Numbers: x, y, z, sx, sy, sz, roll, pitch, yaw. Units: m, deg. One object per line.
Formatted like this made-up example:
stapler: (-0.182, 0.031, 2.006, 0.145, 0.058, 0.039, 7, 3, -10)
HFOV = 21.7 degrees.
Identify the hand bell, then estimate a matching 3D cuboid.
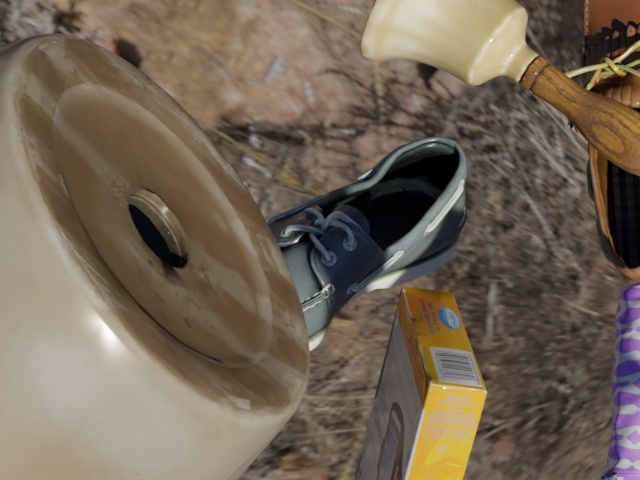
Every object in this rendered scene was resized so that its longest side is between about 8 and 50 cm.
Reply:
hand bell: (0.161, -0.115, 1.187, 0.242, 0.126, 0.126, 37, 96, 14)

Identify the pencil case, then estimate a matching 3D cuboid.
pencil case: (0.313, 0.141, 1.576, 0.086, 0.088, 0.206, 17, 72, -20)

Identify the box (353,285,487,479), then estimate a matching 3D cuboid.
box: (0.038, 0.098, 0.724, 0.028, 0.081, 0.136, 5, 118, -9)

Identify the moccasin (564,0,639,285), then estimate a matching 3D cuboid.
moccasin: (0.334, -0.136, 1.800, 0.139, 0.147, 0.380, -5, 76, 33)

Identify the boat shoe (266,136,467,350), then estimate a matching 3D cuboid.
boat shoe: (0.000, 0.000, 1.281, 0.116, 0.319, 0.099, 40, 133, 26)

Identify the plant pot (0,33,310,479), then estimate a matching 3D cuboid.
plant pot: (-0.171, 0.060, 0.728, 0.280, 0.323, 0.323, -34, 79, 20)
